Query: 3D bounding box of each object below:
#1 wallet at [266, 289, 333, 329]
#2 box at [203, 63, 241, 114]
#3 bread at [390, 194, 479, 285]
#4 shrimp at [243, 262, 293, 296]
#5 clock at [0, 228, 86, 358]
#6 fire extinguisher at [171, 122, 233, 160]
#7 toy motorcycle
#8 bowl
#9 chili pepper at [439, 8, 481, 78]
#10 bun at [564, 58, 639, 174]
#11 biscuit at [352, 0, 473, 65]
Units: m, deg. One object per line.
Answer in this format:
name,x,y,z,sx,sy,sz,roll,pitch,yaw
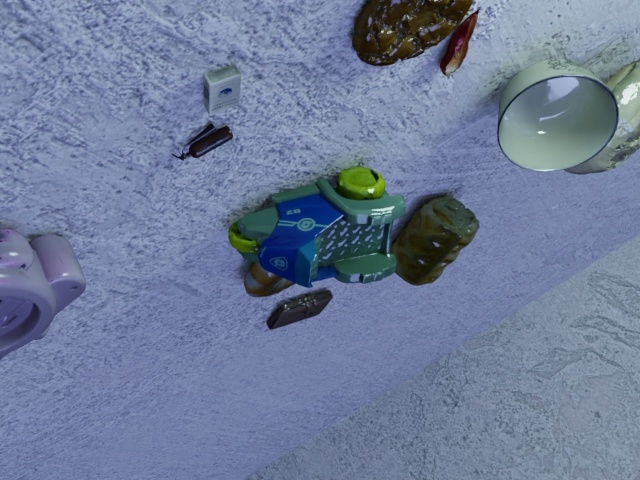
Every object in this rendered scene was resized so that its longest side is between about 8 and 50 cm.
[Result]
wallet,-0.048,0.169,2.614,0.152,0.039,0.118,-14,156,-30
box,-0.149,-0.229,1.634,0.054,0.024,0.083,-20,158,-16
bread,0.253,0.007,2.510,0.152,0.130,0.268,19,141,-13
shrimp,-0.078,0.066,2.307,0.185,0.068,0.287,-29,159,-2
clock,-0.567,0.095,1.718,0.295,0.113,0.322,-37,155,19
fire extinguisher,-0.189,-0.158,1.729,0.100,0.032,0.046,-30,170,-14
toy motorcycle,0.000,0.000,2.053,0.326,0.200,0.191,-12,129,-23
bowl,0.449,-0.260,2.100,0.237,0.126,0.238,-4,135,-4
chili pepper,0.239,-0.341,1.856,0.045,0.027,0.178,-24,159,-23
bun,0.618,-0.244,2.267,0.287,0.146,0.287,-47,180,0
biscuit,0.148,-0.353,1.702,0.225,0.042,0.226,-24,159,-10
